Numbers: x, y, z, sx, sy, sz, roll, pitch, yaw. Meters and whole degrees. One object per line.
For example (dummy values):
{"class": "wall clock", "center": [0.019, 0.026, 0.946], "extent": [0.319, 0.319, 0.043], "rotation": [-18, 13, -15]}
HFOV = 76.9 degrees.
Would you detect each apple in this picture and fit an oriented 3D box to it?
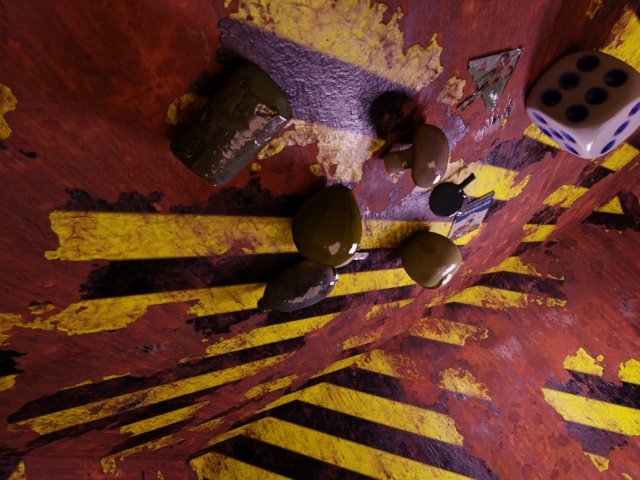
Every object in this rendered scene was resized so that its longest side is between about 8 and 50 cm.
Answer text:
{"class": "apple", "center": [0.529, 0.096, 1.956], "extent": [0.292, 0.254, 0.291], "rotation": [-26, 151, -16]}

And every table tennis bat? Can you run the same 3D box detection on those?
{"class": "table tennis bat", "center": [0.567, -0.200, 1.717], "extent": [0.236, 0.027, 0.150], "rotation": [-42, 104, 3]}

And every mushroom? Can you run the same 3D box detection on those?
{"class": "mushroom", "center": [0.333, -0.275, 1.341], "extent": [0.207, 0.206, 0.209], "rotation": [0, 177, -43]}

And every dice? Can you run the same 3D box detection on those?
{"class": "dice", "center": [0.979, -0.494, 1.488], "extent": [0.277, 0.304, 0.305], "rotation": [-47, 147, 21]}

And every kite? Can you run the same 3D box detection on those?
{"class": "kite", "center": [0.562, -0.531, 1.334], "extent": [0.267, 0.013, 0.323], "rotation": [-46, 145, 18]}

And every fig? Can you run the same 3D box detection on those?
{"class": "fig", "center": [0.029, -0.054, 1.305], "extent": [0.240, 0.240, 0.270], "rotation": [7, 110, -48]}

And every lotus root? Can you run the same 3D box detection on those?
{"class": "lotus root", "center": [-0.089, 0.183, 1.578], "extent": [0.350, 0.174, 0.174], "rotation": [-25, 149, -11]}

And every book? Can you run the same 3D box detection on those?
{"class": "book", "center": [0.787, -0.113, 2.133], "extent": [0.229, 0.018, 0.322], "rotation": [-26, 149, -13]}

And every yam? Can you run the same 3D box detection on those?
{"class": "yam", "center": [-0.195, -0.247, 0.893], "extent": [0.268, 0.161, 0.161], "rotation": [-40, 149, 16]}

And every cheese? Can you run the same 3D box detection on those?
{"class": "cheese", "center": [0.116, 0.071, 1.732], "extent": [0.256, 0.050, 0.127], "rotation": [3, 134, -45]}

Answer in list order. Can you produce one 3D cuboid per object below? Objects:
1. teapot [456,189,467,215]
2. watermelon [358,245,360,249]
{"class": "teapot", "center": [0.614, -0.173, 1.801], "extent": [0.149, 0.111, 0.108], "rotation": [6, 118, -40]}
{"class": "watermelon", "center": [0.100, -0.018, 1.566], "extent": [0.081, 0.094, 0.180], "rotation": [-39, 134, 14]}
